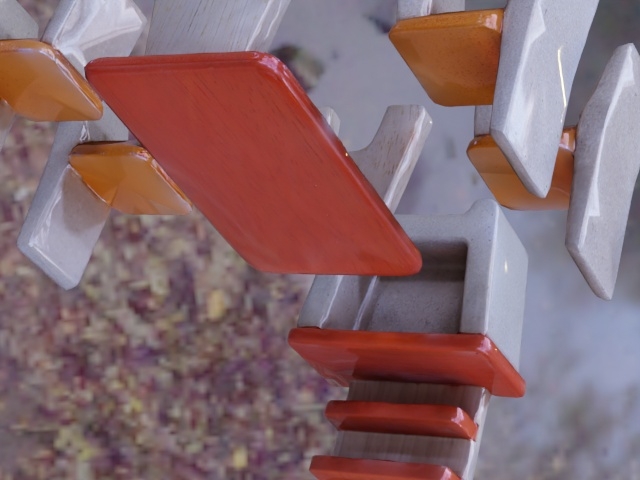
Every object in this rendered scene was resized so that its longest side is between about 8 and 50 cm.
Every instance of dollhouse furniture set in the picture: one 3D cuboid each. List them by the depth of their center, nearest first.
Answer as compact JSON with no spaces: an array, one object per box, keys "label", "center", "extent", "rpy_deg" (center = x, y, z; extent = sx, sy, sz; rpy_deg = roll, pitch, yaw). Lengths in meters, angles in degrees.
[{"label":"dollhouse furniture set","center":[0.000,0.000,0.709],"extent":[0.259,0.262,0.135],"rpy_deg":[50,48,-49]}]
